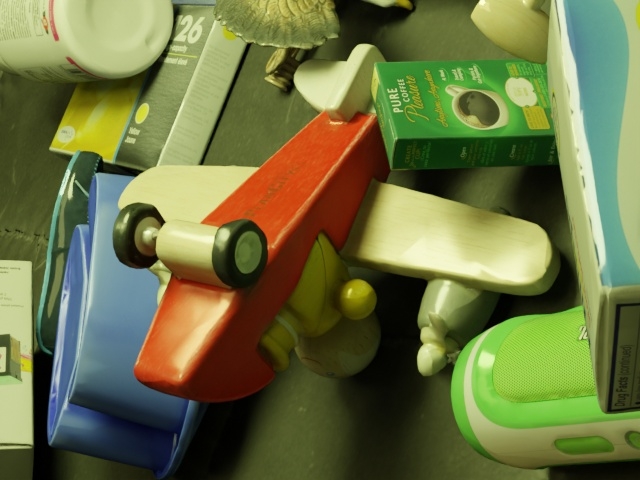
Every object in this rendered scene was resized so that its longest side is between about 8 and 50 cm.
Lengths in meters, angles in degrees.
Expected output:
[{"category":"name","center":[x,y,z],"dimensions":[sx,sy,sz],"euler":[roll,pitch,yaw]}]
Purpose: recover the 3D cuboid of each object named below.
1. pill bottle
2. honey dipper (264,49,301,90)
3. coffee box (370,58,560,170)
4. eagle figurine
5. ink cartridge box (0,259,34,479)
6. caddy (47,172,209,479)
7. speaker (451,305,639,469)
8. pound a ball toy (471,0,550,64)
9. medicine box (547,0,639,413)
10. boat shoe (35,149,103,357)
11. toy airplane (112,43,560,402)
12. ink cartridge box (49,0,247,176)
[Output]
[{"category":"pill bottle","center":[-0.321,-0.281,2.216],"dimensions":[0.283,0.160,0.160],"euler":[4,72,55]},{"category":"honey dipper","center":[-0.014,-0.248,2.003],"dimensions":[0.161,0.030,0.030],"euler":[-62,33,1]},{"category":"coffee box","center":[0.143,-0.114,1.562],"dimensions":[0.113,0.184,0.040],"euler":[-104,16,-44]},{"category":"eagle figurine","center":[0.002,-0.299,1.838],"dimensions":[0.298,0.225,0.226],"euler":[-12,-81,-87]},{"category":"ink cartridge box","center":[-0.406,0.192,2.113],"dimensions":[0.201,0.117,0.278],"euler":[103,164,-48]},{"category":"caddy","center":[-0.183,0.088,1.890],"dimensions":[0.241,0.179,0.341],"euler":[120,156,-55]},{"category":"speaker","center":[0.238,0.106,1.326],"dimensions":[0.296,0.131,0.131],"euler":[-14,58,50]},{"category":"pound a ball toy","center":[0.292,-0.273,1.460],"dimensions":[0.319,0.136,0.208],"euler":[-46,1,26]},{"category":"medicine box","center":[0.310,-0.043,1.165],"dimensions":[0.289,0.149,0.263],"euler":[-5,54,2]},{"category":"boat shoe","center":[-0.285,0.020,2.157],"dimensions":[0.109,0.089,0.258],"euler":[27,-110,-83]},{"category":"toy airplane","center":[0.000,0.000,1.653],"dimensions":[0.384,0.272,0.386],"euler":[-19,32,-1]},{"category":"ink cartridge box","center":[-0.203,-0.230,2.224],"dimensions":[0.303,0.072,0.307],"euler":[13,81,57]}]
